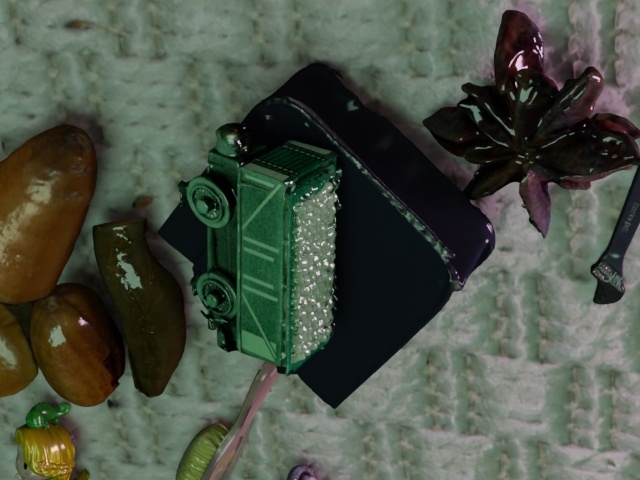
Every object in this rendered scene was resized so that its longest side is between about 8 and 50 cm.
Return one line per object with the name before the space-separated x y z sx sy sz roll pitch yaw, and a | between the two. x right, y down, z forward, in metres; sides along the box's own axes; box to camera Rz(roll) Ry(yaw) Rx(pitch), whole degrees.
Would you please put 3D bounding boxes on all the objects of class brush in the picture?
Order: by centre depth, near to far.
brush | -0.124 0.243 2.198 0.067 0.072 0.313 36 128 12

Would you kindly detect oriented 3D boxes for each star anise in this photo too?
star anise | 0.228 -0.110 1.794 0.212 0.129 0.283 36 140 0

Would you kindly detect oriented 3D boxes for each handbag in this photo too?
handbag | 0.000 0.000 1.933 0.303 0.122 0.329 45 132 4

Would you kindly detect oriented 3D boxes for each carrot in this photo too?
carrot | -0.344 -0.045 2.028 0.159 0.159 0.225 35 125 -5

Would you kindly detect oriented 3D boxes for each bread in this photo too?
bread | -0.469 0.132 2.215 0.245 0.121 0.174 -18 116 32

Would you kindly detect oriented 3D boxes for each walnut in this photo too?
walnut | -0.304 0.137 2.155 0.115 0.116 0.207 1 134 20

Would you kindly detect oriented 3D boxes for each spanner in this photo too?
spanner | 0.339 -0.009 1.886 0.046 0.012 0.208 20 126 6

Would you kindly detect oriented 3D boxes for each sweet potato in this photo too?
sweet potato | -0.216 0.086 2.123 0.112 0.085 0.286 36 149 39

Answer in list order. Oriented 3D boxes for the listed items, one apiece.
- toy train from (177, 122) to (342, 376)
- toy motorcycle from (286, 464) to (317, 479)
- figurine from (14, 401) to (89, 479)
toy train | -0.061 0.004 1.829 0.154 0.115 0.269 16 120 26
toy motorcycle | 0.001 0.427 2.207 0.110 0.171 0.260 -13 115 29
figurine | -0.362 0.288 2.314 0.094 0.115 0.156 22 113 47
